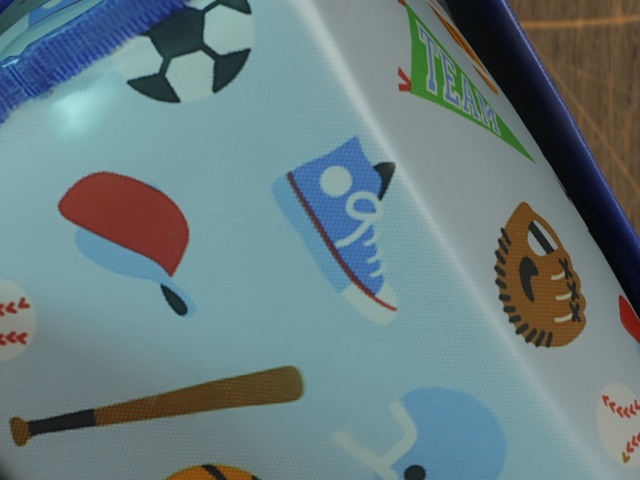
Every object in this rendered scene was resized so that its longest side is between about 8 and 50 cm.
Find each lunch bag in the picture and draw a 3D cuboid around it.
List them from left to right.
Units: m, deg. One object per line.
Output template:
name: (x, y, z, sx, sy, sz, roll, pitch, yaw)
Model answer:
lunch bag: (0.000, 0.000, 0.768, 0.328, 0.239, 0.385, 56, 9, -14)
